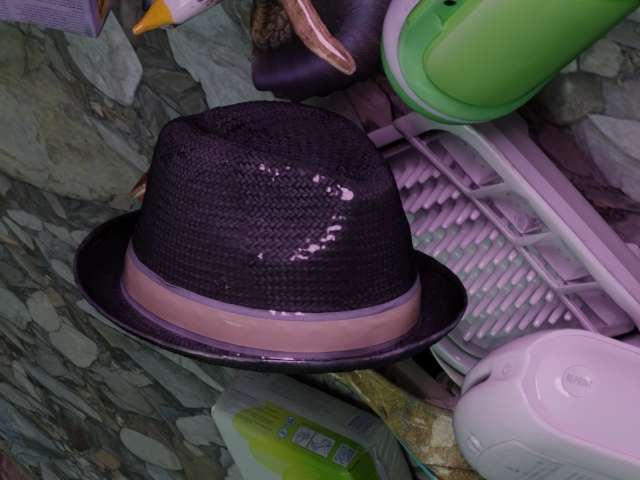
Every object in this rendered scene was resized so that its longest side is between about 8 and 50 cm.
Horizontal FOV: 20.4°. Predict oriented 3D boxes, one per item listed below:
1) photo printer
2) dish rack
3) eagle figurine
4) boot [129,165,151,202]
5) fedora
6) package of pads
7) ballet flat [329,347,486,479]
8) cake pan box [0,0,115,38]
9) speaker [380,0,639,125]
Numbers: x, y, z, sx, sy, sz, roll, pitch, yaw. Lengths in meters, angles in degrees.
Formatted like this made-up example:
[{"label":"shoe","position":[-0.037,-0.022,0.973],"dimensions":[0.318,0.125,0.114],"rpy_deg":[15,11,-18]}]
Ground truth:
[{"label":"photo printer","position":[0.264,0.171,1.475],"dimensions":[0.307,0.107,0.256],"rpy_deg":[19,162,-1]},{"label":"dish rack","position":[0.139,-0.004,1.532],"dimensions":[0.285,0.072,0.333],"rpy_deg":[46,155,-12]},{"label":"eagle figurine","position":[-0.053,-0.222,1.366],"dimensions":[0.298,0.225,0.226],"rpy_deg":[-37,-58,-86]},{"label":"boot","position":[-0.143,-0.051,1.876],"dimensions":[0.084,0.059,0.158],"rpy_deg":[44,155,-18]},{"label":"fedora","position":[-0.039,-0.020,1.439],"dimensions":[0.334,0.334,0.153],"rpy_deg":[21,118,37]},{"label":"package of pads","position":[0.006,0.291,2.173],"dimensions":[0.229,0.101,0.296],"rpy_deg":[21,148,34]},{"label":"ballet flat","position":[0.060,0.102,1.767],"dimensions":[0.348,0.123,0.123],"rpy_deg":[42,159,29]},{"label":"cake pan box","position":[-0.328,-0.304,1.613],"dimensions":[0.266,0.070,0.246],"rpy_deg":[12,147,11]},{"label":"speaker","position":[0.140,-0.175,1.182],"dimensions":[0.131,0.131,0.296],"rpy_deg":[42,155,-4]}]
